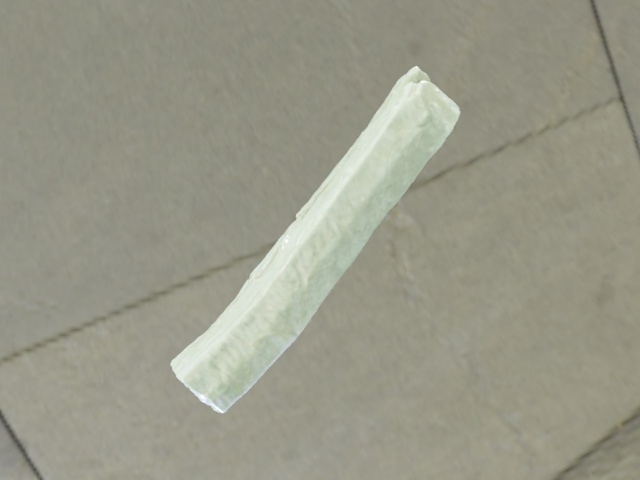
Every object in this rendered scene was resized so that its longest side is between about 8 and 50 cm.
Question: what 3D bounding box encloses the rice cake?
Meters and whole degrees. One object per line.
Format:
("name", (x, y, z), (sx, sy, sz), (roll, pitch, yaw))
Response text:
("rice cake", (0.000, 0.000, 0.933), (0.045, 0.042, 0.245), (41, 82, -22))
